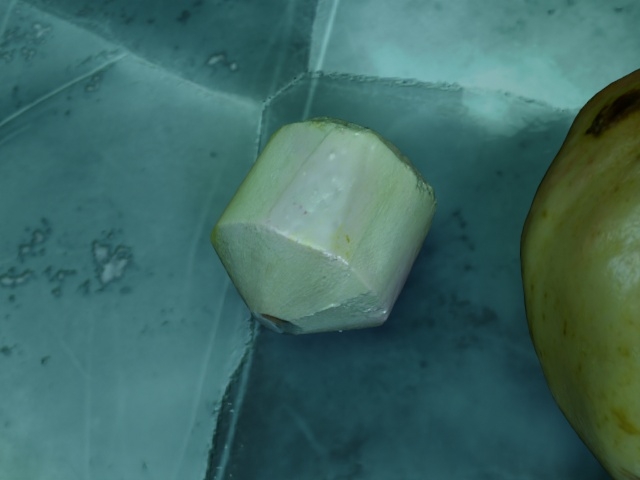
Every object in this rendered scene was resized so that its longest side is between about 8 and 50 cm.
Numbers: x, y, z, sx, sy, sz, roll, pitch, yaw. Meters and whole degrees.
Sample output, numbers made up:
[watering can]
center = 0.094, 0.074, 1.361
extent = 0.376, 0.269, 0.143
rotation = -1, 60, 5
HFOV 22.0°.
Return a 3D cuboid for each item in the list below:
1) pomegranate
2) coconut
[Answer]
[pomegranate]
center = 0.283, 0.044, 1.042
extent = 0.342, 0.342, 0.343
rotation = -6, 62, 11
[coconut]
center = 0.000, 0.000, 1.217
extent = 0.147, 0.147, 0.153
rotation = 21, 72, 23
